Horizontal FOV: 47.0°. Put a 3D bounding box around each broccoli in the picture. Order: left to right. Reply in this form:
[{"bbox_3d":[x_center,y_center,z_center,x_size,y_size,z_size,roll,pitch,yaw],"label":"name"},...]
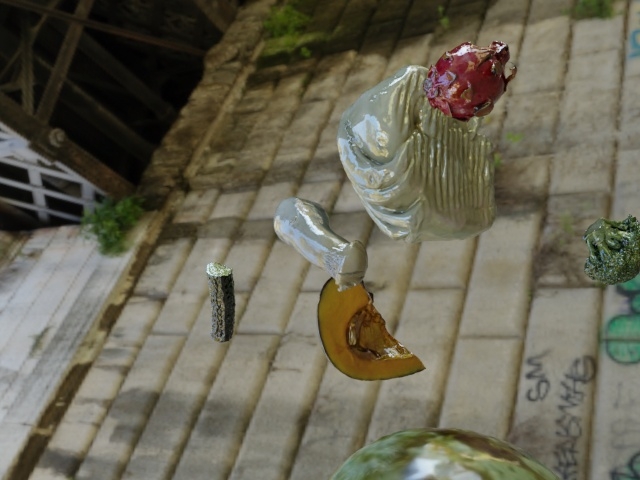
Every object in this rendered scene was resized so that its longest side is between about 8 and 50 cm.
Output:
[{"bbox_3d":[0.615,0.018,1.529,0.138,0.162,0.146,47,177,-8],"label":"broccoli"}]

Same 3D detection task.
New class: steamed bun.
[{"bbox_3d":[0.184,-0.161,1.484,0.352,0.247,0.339,-2,-94,-35],"label":"steamed bun"}]

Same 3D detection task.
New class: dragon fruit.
[{"bbox_3d":[0.258,-0.274,1.269,0.166,0.136,0.133,-40,-35,-10],"label":"dragon fruit"}]

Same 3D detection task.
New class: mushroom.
[{"bbox_3d":[-0.003,-0.001,1.129,0.092,0.223,0.081,26,-81,-35],"label":"mushroom"}]

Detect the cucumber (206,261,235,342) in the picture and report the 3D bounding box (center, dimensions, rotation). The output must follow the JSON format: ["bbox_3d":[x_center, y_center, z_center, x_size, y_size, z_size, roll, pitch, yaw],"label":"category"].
[{"bbox_3d":[-0.201,0.129,1.504,0.058,0.058,0.187,-54,-26,-48],"label":"cucumber"}]

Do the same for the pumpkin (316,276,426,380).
[{"bbox_3d":[0.064,0.212,1.570,0.169,0.148,0.312,-45,-73,-21],"label":"pumpkin"}]

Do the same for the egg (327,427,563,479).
[{"bbox_3d":[0.121,0.279,0.588,0.238,0.289,0.238,19,-90,-87],"label":"egg"}]
